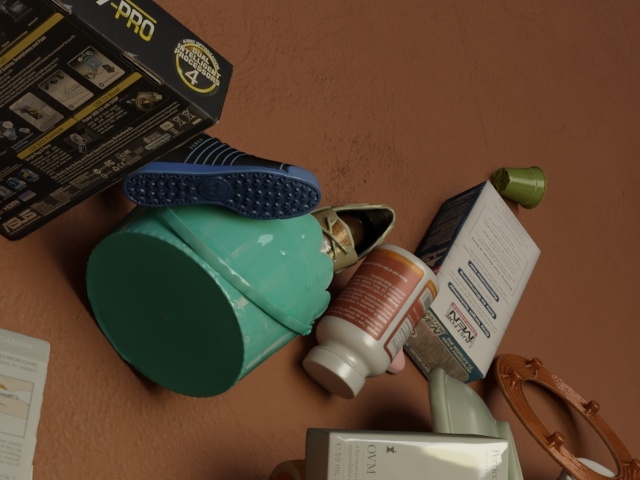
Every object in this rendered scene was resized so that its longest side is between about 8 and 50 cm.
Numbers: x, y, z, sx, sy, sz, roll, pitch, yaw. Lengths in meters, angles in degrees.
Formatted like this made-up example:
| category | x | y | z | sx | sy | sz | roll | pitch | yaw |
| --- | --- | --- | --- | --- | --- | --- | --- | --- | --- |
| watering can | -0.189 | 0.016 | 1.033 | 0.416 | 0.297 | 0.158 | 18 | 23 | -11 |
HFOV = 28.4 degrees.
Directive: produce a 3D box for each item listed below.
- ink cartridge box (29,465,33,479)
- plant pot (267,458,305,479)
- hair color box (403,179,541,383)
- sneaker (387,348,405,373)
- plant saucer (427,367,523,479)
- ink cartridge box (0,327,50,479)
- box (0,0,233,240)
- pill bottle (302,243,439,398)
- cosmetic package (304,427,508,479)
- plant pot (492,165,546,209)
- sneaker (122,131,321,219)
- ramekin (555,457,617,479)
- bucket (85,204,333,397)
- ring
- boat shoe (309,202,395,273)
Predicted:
| category | x | y | z | sx | sy | sz | roll | pitch | yaw |
| --- | --- | --- | --- | --- | --- | --- | --- | --- | --- |
| ink cartridge box | -0.367 | 0.290 | 1.332 | 0.092 | 0.090 | 0.143 | 21 | 56 | -40 |
| plant pot | 0.029 | 0.365 | 1.665 | 0.188 | 0.205 | 0.205 | 14 | 59 | -26 |
| hair color box | 0.239 | 0.071 | 2.111 | 0.174 | 0.105 | 0.347 | 51 | 40 | -15 |
| sneaker | 0.107 | 0.141 | 1.955 | 0.051 | 0.070 | 0.134 | -37 | 99 | -53 |
| plant saucer | 0.243 | 0.370 | 1.806 | 0.400 | 0.100 | 0.400 | -14 | 90 | -82 |
| ink cartridge box | -0.443 | 0.228 | 1.230 | 0.308 | 0.091 | 0.385 | 17 | 42 | -17 |
| box | -0.340 | -0.170 | 1.371 | 0.318 | 0.395 | 0.097 | 35 | 49 | -30 |
| pill bottle | 0.070 | 0.120 | 1.847 | 0.121 | 0.121 | 0.216 | 46 | 66 | -21 |
| cosmetic package | 0.100 | 0.343 | 1.524 | 0.225 | 0.138 | 0.224 | 4 | 84 | -12 |
| plant pot | 0.368 | -0.106 | 2.380 | 0.079 | 0.083 | 0.083 | 11 | 61 | -31 |
| sneaker | -0.114 | -0.085 | 1.477 | 0.232 | 0.081 | 0.090 | 6 | 45 | -10 |
| ramekin | 0.454 | 0.496 | 2.027 | 0.277 | 0.135 | 0.277 | 36 | 19 | -15 |
| bucket | -0.143 | 0.047 | 1.581 | 0.281 | 0.281 | 0.183 | 56 | 44 | -10 |
| ring | 0.426 | 0.308 | 2.130 | 0.336 | 0.032 | 0.336 | 36 | 20 | -16 |
| boat shoe | 0.000 | 0.000 | 1.885 | 0.302 | 0.103 | 0.113 | -29 | 92 | -51 |
